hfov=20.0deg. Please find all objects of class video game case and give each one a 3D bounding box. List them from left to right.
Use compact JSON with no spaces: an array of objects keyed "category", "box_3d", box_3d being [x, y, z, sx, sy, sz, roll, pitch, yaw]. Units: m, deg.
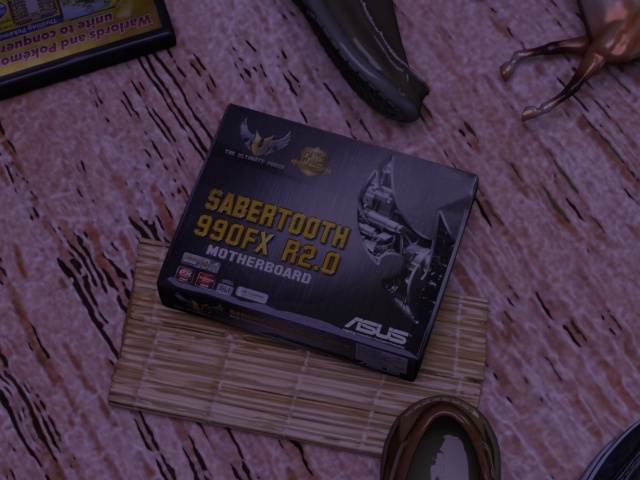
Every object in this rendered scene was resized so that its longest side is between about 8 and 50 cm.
[{"category":"video game case","box_3d":[-0.297,-0.251,1.655,0.275,0.035,0.248,-18,74,-3]}]

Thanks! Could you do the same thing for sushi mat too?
[{"category":"sushi mat","box_3d":[-0.017,0.096,1.552,0.316,0.019,0.151,10,74,5]}]

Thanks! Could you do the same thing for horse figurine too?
[{"category":"horse figurine","box_3d":[0.227,-0.220,1.608,0.174,0.066,0.263,-20,77,3]}]

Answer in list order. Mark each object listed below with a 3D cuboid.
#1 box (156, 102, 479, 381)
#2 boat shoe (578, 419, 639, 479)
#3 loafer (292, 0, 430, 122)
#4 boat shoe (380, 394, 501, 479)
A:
[{"category":"box","box_3d":[0.000,0.000,1.544,0.231,0.056,0.183,17,67,8]},{"category":"boat shoe","box_3d":[0.323,0.164,1.475,0.301,0.102,0.108,-34,76,-7]},{"category":"loafer","box_3d":[0.027,-0.216,1.599,0.087,0.094,0.251,-34,76,-3]},{"category":"boat shoe","box_3d":[0.091,0.282,1.437,0.122,0.120,0.324,-3,80,2]}]
